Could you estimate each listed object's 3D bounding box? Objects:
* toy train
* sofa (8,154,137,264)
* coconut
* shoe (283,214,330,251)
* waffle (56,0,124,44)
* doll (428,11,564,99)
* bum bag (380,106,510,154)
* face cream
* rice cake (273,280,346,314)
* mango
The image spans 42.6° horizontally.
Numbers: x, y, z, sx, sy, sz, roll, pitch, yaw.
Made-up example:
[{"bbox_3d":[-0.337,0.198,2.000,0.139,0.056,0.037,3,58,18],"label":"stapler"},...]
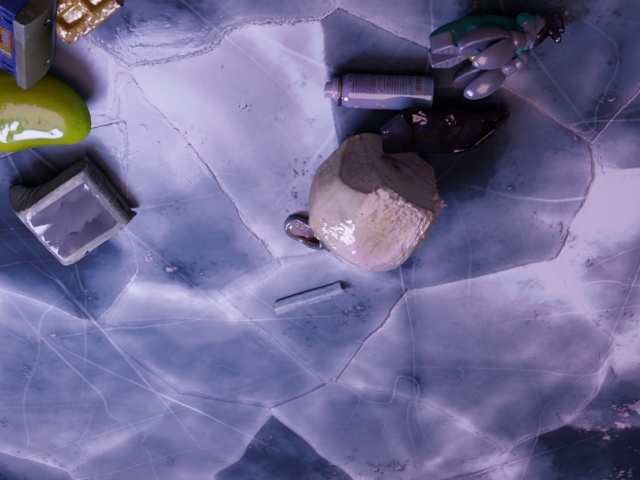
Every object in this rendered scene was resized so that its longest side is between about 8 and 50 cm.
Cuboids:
[{"bbox_3d":[-0.611,-0.436,1.586,0.202,0.131,0.300,31,157,-8],"label":"toy train"},{"bbox_3d":[-0.601,-0.085,1.990,0.225,0.176,0.210,-38,124,-3],"label":"sofa"},{"bbox_3d":[0.111,-0.072,1.822,0.297,0.297,0.254,25,121,-17],"label":"coconut"},{"bbox_3d":[0.000,0.000,2.026,0.195,0.078,0.079,21,129,-9],"label":"shoe"},{"bbox_3d":[-0.531,-0.530,1.609,0.168,0.057,0.274,-27,124,25],"label":"waffle"},{"bbox_3d":[0.343,-0.383,1.615,0.258,0.153,0.195,-22,154,26],"label":"doll"},{"bbox_3d":[0.259,-0.235,1.758,0.310,0.074,0.137,-3,147,-25],"label":"bum bag"},{"bbox_3d":[0.122,-0.316,1.743,0.229,0.075,0.075,3,131,2],"label":"face cream"},{"bbox_3d":[-0.031,0.153,2.191,0.208,0.033,0.033,-18,138,17],"label":"rice cake"},{"bbox_3d":[-0.640,-0.284,1.772,0.273,0.149,0.185,-7,124,3],"label":"mango"}]
